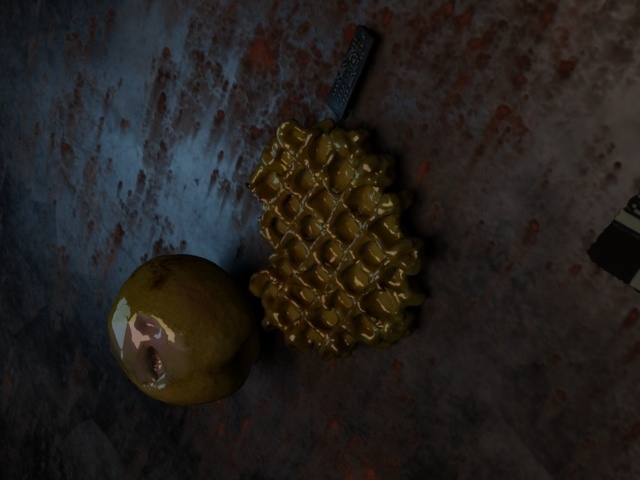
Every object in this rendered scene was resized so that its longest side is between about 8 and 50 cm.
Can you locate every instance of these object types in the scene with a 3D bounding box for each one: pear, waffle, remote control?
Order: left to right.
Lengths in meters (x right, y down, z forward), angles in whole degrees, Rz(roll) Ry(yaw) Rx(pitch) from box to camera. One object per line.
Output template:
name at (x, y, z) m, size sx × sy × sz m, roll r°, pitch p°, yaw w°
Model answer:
pear at (-0.151, 0.105, 1.037) m, size 0.178 × 0.178 × 0.178 m, roll 18°, pitch 117°, yaw 39°
waffle at (0.001, 0.000, 0.934) m, size 0.249 × 0.056 × 0.253 m, roll -13°, pitch 98°, yaw 45°
remote control at (0.031, -0.160, 0.872) m, size 0.034 × 0.016 × 0.091 m, roll 55°, pitch 136°, yaw 36°

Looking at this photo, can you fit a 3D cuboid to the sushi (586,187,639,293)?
sushi at (0.309, 0.002, 0.610) m, size 0.192 × 0.050 × 0.215 m, roll 35°, pitch 128°, yaw 10°
